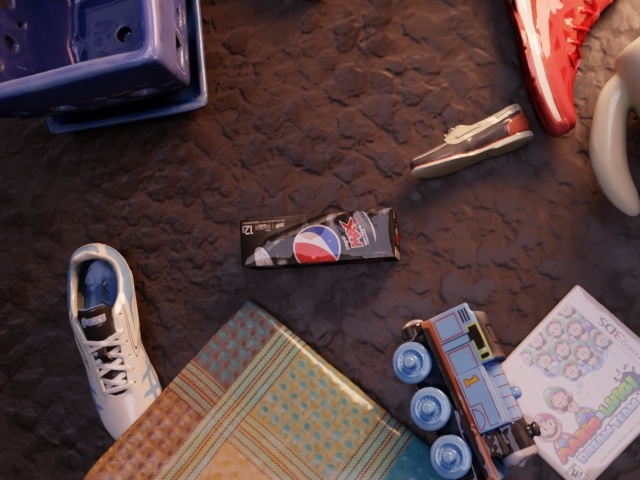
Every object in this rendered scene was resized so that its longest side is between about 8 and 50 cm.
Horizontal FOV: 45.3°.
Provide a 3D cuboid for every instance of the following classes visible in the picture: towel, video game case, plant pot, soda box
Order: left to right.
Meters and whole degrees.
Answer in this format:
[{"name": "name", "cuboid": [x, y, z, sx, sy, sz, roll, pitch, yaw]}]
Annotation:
[{"name": "plant pot", "cuboid": [-0.250, -0.248, 0.844, 0.236, 0.212, 0.236, -8, 81, 11]}, {"name": "towel", "cuboid": [-0.026, 0.271, 0.791, 0.370, 0.040, 0.271, 38, 74, 15]}, {"name": "soda box", "cuboid": [0.000, 0.000, 0.838, 0.169, 0.060, 0.053, -5, 83, 11]}, {"name": "video game case", "cuboid": [0.264, 0.150, 0.785, 0.143, 0.019, 0.157, 43, 94, 14]}]

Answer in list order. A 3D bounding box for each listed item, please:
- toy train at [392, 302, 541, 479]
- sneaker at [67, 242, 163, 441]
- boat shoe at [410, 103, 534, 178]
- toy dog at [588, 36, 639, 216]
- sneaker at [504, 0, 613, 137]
[{"name": "toy train", "cuboid": [0.145, 0.155, 0.764, 0.105, 0.080, 0.184, -29, 69, 20]}, {"name": "sneaker", "cuboid": [-0.239, 0.119, 0.863, 0.085, 0.086, 0.237, -17, 81, 8]}, {"name": "boat shoe", "cuboid": [0.158, -0.105, 0.824, 0.137, 0.049, 0.043, -20, 76, 7]}, {"name": "toy dog", "cuboid": [0.482, -0.100, 0.639, 0.395, 0.284, 0.408, -44, 79, 4]}, {"name": "sneaker", "cuboid": [0.268, -0.225, 0.796, 0.128, 0.087, 0.221, -13, 82, 12]}]
